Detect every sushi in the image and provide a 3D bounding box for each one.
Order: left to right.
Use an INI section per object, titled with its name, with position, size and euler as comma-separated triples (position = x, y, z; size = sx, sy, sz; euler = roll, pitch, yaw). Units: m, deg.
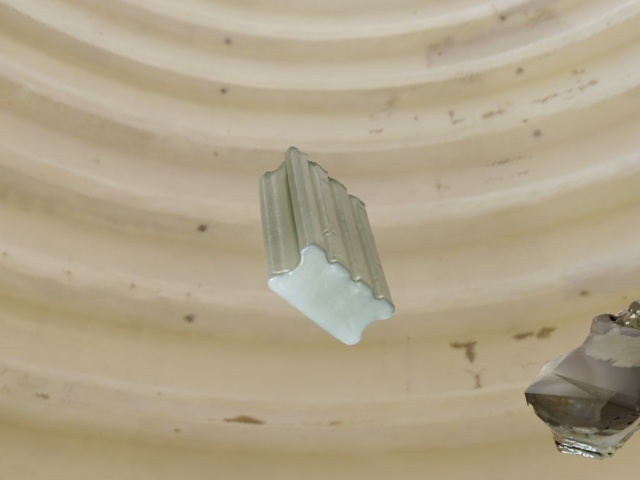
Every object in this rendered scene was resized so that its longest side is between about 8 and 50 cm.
[sushi]
position = 0.368, 0.153, 1.026
size = 0.273, 0.134, 0.109
euler = -38, -58, -37

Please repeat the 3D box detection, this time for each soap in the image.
[soap]
position = 0.000, 0.000, 1.175
size = 0.160, 0.087, 0.265
euler = 39, -159, -28
